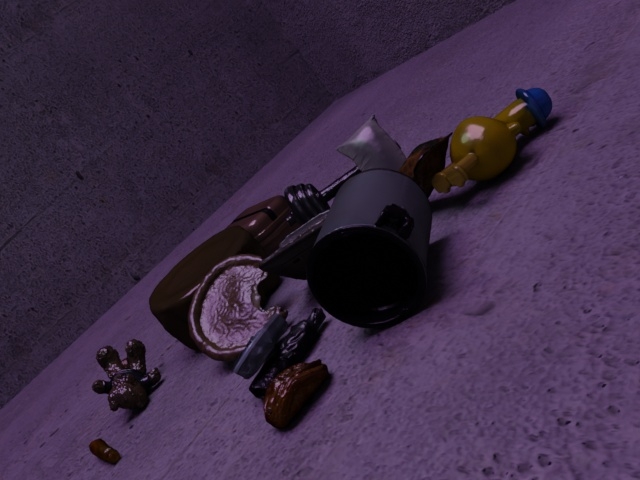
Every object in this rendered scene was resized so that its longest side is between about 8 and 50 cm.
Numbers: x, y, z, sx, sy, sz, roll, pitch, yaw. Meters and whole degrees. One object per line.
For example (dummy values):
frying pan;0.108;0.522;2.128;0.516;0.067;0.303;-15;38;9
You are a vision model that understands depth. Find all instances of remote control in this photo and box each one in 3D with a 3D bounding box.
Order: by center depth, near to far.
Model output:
remote control;-0.123;0.220;1.331;0.104;0.052;0.247;-57;-3;11

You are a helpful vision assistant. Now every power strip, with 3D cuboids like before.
power strip;0.001;-0.002;1.515;0.251;0.092;0.257;-27;-21;20

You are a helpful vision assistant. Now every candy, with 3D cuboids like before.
candy;0.224;-0.149;1.473;0.143;0.101;0.271;-46;-10;-29

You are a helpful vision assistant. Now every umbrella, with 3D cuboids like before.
umbrella;-0.061;0.224;1.291;0.066;0.059;0.236;0;39;39

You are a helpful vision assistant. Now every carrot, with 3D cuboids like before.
carrot;-0.532;0.521;1.556;0.042;0.042;0.170;-48;21;-30

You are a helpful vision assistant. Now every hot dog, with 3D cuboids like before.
hot dog;-0.047;0.267;1.130;0.147;0.065;0.099;-48;8;-22

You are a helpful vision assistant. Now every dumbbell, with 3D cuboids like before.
dumbbell;0.065;-0.169;1.883;0.406;0.179;0.179;-35;16;13

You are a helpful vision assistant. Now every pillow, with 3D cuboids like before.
pillow;0.158;-0.210;1.715;0.144;0.254;0.078;-39;-19;13

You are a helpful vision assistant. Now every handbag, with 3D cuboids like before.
handbag;-0.229;-0.013;2.169;0.301;0.149;0.283;-12;32;54

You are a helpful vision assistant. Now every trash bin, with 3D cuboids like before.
trash bin;0.104;0.009;1.224;0.277;0.217;0.263;-60;3;31

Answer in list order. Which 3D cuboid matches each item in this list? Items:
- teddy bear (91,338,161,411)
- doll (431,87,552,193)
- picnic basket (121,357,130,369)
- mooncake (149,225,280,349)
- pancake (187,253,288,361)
teddy bear;-0.537;0.391;1.768;0.181;0.129;0.251;-19;32;-7
doll;0.384;-0.231;1.414;0.363;0.145;0.199;-39;9;-27
picnic basket;-0.630;0.419;2.002;0.083;0.072;0.072;-39;16;-2
mooncake;-0.299;0.139;1.827;0.378;0.201;0.378;-33;21;14
pancake;-0.203;0.160;1.544;0.286;0.033;0.288;5;61;30
